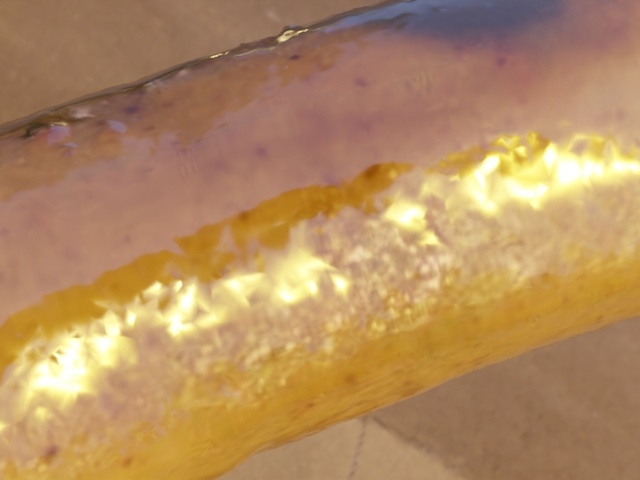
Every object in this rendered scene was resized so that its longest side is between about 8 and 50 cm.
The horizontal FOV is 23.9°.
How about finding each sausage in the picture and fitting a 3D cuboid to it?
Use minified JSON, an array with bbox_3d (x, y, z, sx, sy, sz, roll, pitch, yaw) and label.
[{"bbox_3d":[-0.001,-0.002,0.465,0.500,0.123,0.136,-21,37,-16],"label":"sausage"}]
